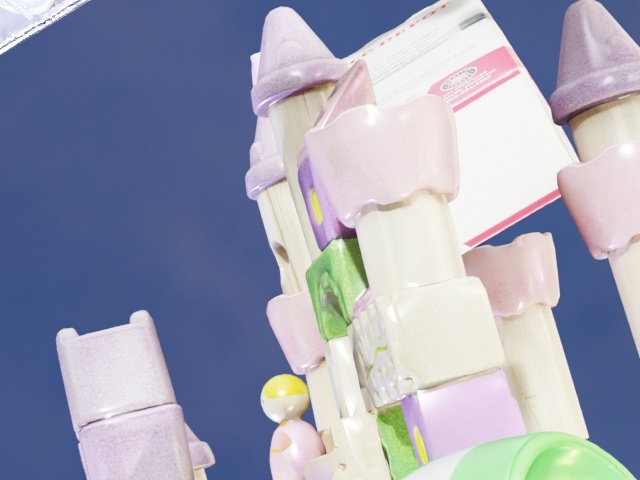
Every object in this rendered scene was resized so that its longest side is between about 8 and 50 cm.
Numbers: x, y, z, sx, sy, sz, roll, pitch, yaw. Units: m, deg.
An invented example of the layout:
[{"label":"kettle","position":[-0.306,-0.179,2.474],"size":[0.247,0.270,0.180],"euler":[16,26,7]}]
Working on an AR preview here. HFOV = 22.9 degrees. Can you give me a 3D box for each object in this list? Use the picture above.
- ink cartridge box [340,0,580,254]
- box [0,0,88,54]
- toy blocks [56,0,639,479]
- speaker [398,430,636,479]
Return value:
[{"label":"ink cartridge box","position":[0.074,-0.076,1.139],"size":[0.172,0.237,0.100],"euler":[-31,-69,8]},{"label":"box","position":[-0.352,-0.278,1.383],"size":[0.216,0.060,0.270],"euler":[-20,-51,42]},{"label":"toy blocks","position":[0.000,0.000,0.771],"size":[0.309,0.288,0.260],"euler":[-14,-98,-12]},{"label":"speaker","position":[-0.006,0.181,0.597],"size":[0.296,0.131,0.131],"euler":[-34,-94,32]}]
